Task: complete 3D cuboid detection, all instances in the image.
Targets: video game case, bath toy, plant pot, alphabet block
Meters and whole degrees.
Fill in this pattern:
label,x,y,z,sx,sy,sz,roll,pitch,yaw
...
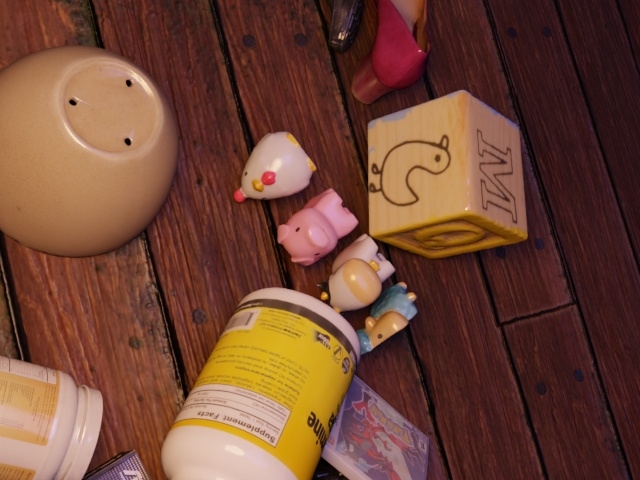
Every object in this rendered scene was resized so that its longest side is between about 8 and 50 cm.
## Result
label,x,y,z,sx,sy,sz,roll,pitch,yaw
video game case,0.079,0.295,1.296,0.201,0.023,0.183,42,28,-14
bath toy,0.000,0.000,1.334,0.129,0.151,0.348,-37,97,2
plant pot,-0.299,-0.137,1.146,0.284,0.191,0.284,10,70,-28
alphabet block,0.201,-0.095,1.415,0.193,0.192,0.197,18,64,-46

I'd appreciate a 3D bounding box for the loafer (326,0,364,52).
label,x,y,z,sx,sy,sz,roll,pitch,yaw
loafer,0.037,-0.424,1.518,0.078,0.076,0.223,8,75,9

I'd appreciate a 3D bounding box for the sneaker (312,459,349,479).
label,x,y,z,sx,sy,sz,roll,pitch,yaw
sneaker,-0.040,0.415,1.214,0.283,0.107,0.124,-35,126,-43

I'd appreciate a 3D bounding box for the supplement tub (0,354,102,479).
label,x,y,z,sx,sy,sz,roll,pitch,yaw
supplement tub,-0.369,0.208,1.026,0.200,0.144,0.144,21,66,-25

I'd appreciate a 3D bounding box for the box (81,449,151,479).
label,x,y,z,sx,sy,sz,roll,pitch,yaw
box,-0.262,0.426,1.077,0.216,0.060,0.270,-27,90,-34

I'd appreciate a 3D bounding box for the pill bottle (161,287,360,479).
label,x,y,z,sx,sy,sz,roll,pitch,yaw
pill bottle,-0.085,0.239,1.140,0.188,0.188,0.333,39,51,-16

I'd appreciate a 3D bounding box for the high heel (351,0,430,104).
label,x,y,z,sx,sy,sz,roll,pitch,yaw
high heel,0.160,-0.411,1.514,0.127,0.181,0.377,21,66,-25
